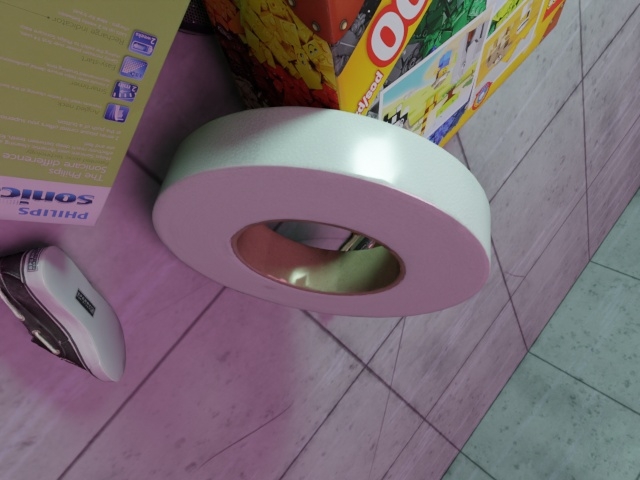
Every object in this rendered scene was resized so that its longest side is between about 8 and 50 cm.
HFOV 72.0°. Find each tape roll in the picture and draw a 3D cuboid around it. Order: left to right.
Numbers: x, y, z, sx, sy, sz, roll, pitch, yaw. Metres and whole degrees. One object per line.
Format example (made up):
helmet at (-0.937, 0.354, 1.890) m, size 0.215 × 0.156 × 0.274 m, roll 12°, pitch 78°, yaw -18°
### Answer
tape roll at (0.000, 0.000, 0.536) m, size 0.392 × 0.392 × 0.072 m, roll 41°, pitch 52°, yaw -46°

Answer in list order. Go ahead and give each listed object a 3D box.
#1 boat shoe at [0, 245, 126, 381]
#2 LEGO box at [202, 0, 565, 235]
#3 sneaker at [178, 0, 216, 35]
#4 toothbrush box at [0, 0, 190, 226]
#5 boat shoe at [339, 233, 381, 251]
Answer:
boat shoe at (-0.302, 0.096, 0.526) m, size 0.070 × 0.078 × 0.219 m, roll -10°, pitch 129°, yaw 0°
LEGO box at (0.125, -0.309, 0.533) m, size 0.500 × 0.193 × 0.372 m, roll -46°, pitch 155°, yaw -14°
sneaker at (-0.155, -0.273, 0.417) m, size 0.227 × 0.130 × 0.087 m, roll 30°, pitch 92°, yaw -49°
toothbrush box at (-0.241, -0.147, 0.315) m, size 0.206 × 0.122 × 0.283 m, roll 4°, pitch 139°, yaw -41°
boat shoe at (0.085, 0.034, 0.841) m, size 0.080 × 0.073 × 0.223 m, roll 33°, pitch 88°, yaw -47°
